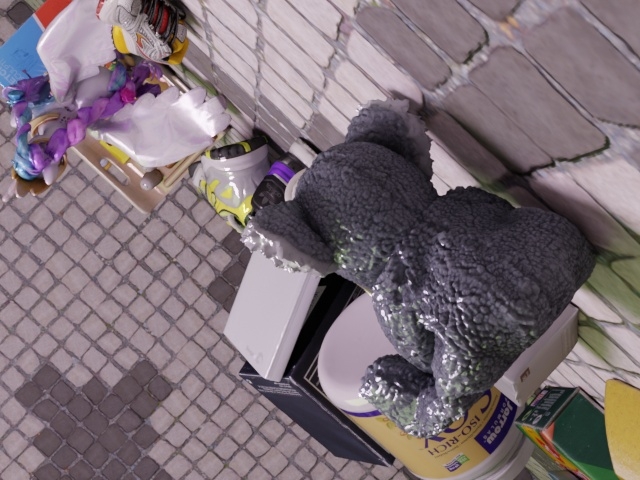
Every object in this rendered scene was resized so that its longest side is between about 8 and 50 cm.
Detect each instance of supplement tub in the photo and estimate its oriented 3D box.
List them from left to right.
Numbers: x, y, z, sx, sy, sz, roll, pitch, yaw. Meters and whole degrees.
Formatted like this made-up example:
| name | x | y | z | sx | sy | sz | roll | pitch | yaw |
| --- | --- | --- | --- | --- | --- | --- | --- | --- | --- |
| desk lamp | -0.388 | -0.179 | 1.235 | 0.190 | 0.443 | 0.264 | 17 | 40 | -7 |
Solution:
| name | x | y | z | sx | sy | sz | roll | pitch | yaw |
| --- | --- | --- | --- | --- | --- | --- | --- | --- | --- |
| supplement tub | 0.180 | 0.246 | 1.411 | 0.331 | 0.241 | 0.241 | 45 | 174 | -29 |

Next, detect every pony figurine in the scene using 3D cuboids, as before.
| name | x | y | z | sx | sy | sz | roll | pitch | yaw |
| --- | --- | --- | --- | --- | --- | --- | --- | --- | --- |
| pony figurine | -0.363 | -0.232 | 1.401 | 0.303 | 0.351 | 0.363 | 50 | -169 | -30 |

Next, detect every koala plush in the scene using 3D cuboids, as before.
| name | x | y | z | sx | sy | sz | roll | pitch | yaw |
| --- | --- | --- | --- | --- | --- | --- | --- | --- | --- |
| koala plush | 0.070 | 0.004 | 0.656 | 0.221 | 0.196 | 0.203 | 42 | 163 | 11 |

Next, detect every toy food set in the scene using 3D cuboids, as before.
| name | x | y | z | sx | sy | sz | roll | pitch | yaw |
| --- | --- | --- | --- | --- | --- | --- | --- | --- | --- |
| toy food set | -0.341 | -0.204 | 1.690 | 0.220 | 0.306 | 0.092 | 43 | -142 | -11 |

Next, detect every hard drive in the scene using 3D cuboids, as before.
| name | x | y | z | sx | sy | sz | roll | pitch | yaw |
| --- | --- | --- | --- | --- | --- | --- | --- | --- | --- |
| hard drive | -0.070 | 0.064 | 1.523 | 0.040 | 0.307 | 0.203 | 16 | -170 | -32 |

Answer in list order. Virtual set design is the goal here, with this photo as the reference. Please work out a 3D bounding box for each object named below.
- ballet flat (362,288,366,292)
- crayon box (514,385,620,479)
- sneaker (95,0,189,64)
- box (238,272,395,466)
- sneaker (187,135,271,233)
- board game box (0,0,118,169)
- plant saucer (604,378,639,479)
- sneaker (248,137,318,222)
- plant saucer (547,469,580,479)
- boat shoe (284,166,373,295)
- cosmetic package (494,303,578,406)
| name | x | y | z | sx | sy | sz | roll | pitch | yaw |
| --- | --- | --- | --- | --- | --- | --- | --- | --- | --- |
| ballet flat | 0.123 | 0.085 | 1.556 | 0.203 | 0.074 | 0.074 | 52 | 171 | -27 |
| crayon box | 0.424 | 0.334 | 1.179 | 0.318 | 0.081 | 0.202 | 42 | 174 | 8 |
| sneaker | -0.202 | -0.274 | 1.035 | 0.093 | 0.088 | 0.225 | 22 | 175 | 1 |
| box | 0.054 | 0.223 | 1.656 | 0.294 | 0.296 | 0.183 | 45 | 151 | -25 |
| sneaker | -0.149 | -0.083 | 1.531 | 0.385 | 0.145 | 0.147 | -176 | 70 | -85 |
| board game box | -0.490 | -0.328 | 1.793 | 0.316 | 0.242 | 0.064 | 44 | 176 | -18 |
| plant saucer | 0.436 | 0.302 | 0.823 | 0.333 | 0.081 | 0.333 | 44 | 175 | -17 |
| sneaker | -0.039 | -0.038 | 1.268 | 0.102 | 0.146 | 0.293 | 41 | 174 | 19 |
| plant saucer | 0.367 | 0.356 | 1.199 | 0.119 | 0.021 | 0.119 | 43 | 176 | 4 |
| boat shoe | 0.081 | 0.021 | 1.047 | 0.305 | 0.109 | 0.091 | 37 | 168 | 21 |
| cosmetic package | 0.142 | 0.051 | 0.891 | 0.238 | 0.107 | 0.127 | 38 | 173 | 23 |
